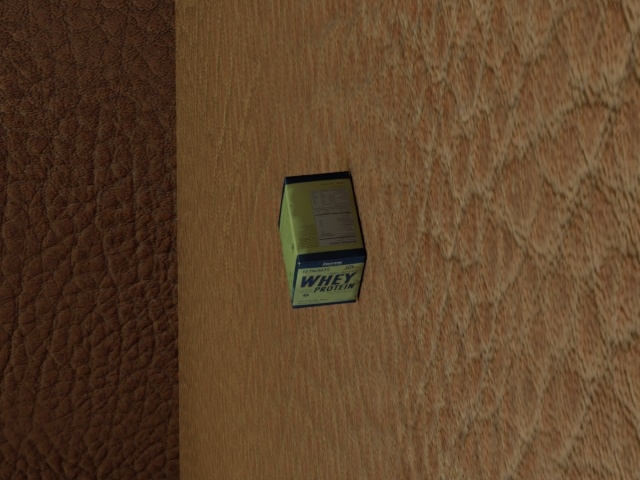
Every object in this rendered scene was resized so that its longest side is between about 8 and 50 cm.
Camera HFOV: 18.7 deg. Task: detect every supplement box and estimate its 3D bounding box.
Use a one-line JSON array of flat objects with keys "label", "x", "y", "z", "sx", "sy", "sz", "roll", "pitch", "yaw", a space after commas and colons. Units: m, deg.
[{"label": "supplement box", "x": 0.000, "y": 0.000, "z": 1.622, "sx": 0.083, "sy": 0.056, "sz": 0.083, "roll": 99, "pitch": 163, "yaw": -61}]
